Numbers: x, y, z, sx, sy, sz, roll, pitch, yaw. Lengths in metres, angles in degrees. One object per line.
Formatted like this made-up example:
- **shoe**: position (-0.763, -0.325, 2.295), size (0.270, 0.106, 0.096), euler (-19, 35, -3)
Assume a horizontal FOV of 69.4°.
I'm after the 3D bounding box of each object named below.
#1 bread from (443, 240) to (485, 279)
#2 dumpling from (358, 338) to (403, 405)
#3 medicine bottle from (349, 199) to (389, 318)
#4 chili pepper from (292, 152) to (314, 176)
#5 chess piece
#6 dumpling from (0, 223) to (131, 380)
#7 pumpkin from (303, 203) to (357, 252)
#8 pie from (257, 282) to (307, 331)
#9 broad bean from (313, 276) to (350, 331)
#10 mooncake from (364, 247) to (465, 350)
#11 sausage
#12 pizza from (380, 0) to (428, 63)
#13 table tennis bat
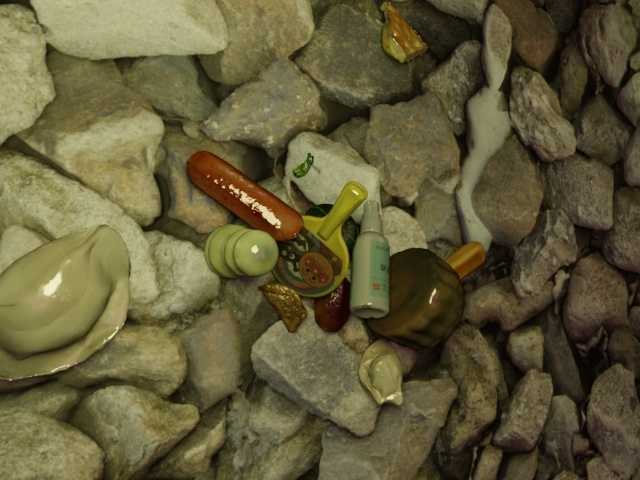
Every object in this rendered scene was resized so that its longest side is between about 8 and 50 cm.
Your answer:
- **bread**: position (0.451, 0.087, 1.551), size (0.239, 0.074, 0.092), euler (-30, 119, -23)
- **dumpling**: position (0.183, 0.400, 1.390), size (0.136, 0.118, 0.198), euler (-9, 66, -13)
- **medicine bottle**: position (0.145, 0.043, 1.339), size (0.110, 0.110, 0.351), euler (20, 59, -26)
- **chili pepper**: position (-0.046, -0.212, 1.322), size (0.034, 0.030, 0.091), euler (38, 69, 4)
- **chess piece**: position (-0.184, 0.027, 1.119), size (0.145, 0.251, 0.144), euler (0, 89, -27)
- **dumpling**: position (-0.549, 0.139, 0.986), size (0.260, 0.182, 0.341), euler (67, 32, -33)
- **pumpkin**: position (0.019, -0.022, 1.298), size (0.167, 0.125, 0.167), euler (3, 84, -32)
- **pie**: position (-0.092, 0.179, 1.276), size (0.092, 0.034, 0.169), euler (-25, 108, 15)
- **broad bean**: position (0.039, 0.180, 1.333), size (0.114, 0.084, 0.165), euler (22, 86, -8)
- **mooncake**: position (0.274, 0.168, 1.343), size (0.161, 0.290, 0.290), euler (31, 75, -30)
- **sausage**: position (-0.191, -0.107, 1.164), size (0.330, 0.102, 0.102), euler (36, 72, 0)
- **pizza**: position (0.231, -0.642, 1.453), size (0.204, 0.081, 0.188), euler (49, 45, -8)
- **table tennis bat**: position (0.000, 0.000, 1.198), size (0.224, 0.368, 0.054), euler (41, 27, 6)
